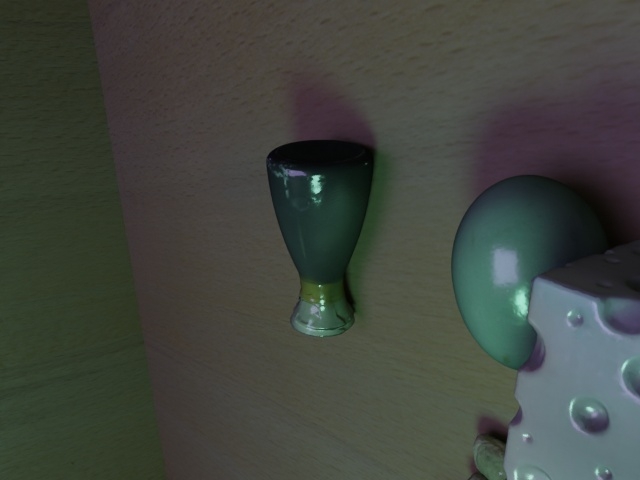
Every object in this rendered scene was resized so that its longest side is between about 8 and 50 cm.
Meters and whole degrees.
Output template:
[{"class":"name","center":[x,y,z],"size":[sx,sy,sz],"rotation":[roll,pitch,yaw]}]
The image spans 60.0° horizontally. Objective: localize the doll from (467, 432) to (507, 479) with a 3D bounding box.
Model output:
[{"class":"doll","center":[0.277,0.382,0.709],"size":[0.175,0.149,0.278],"rotation":[58,169,-30]}]

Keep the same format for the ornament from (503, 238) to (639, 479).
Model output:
[{"class":"ornament","center":[0.332,0.150,0.468],"size":[0.240,0.239,0.239],"rotation":[23,118,48]}]

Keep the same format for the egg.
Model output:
[{"class":"egg","center":[0.235,0.040,0.627],"size":[0.168,0.168,0.230],"rotation":[13,116,52]}]

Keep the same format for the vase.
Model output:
[{"class":"vase","center":[0.000,0.000,0.955],"size":[0.173,0.173,0.321],"rotation":[29,128,46]}]
